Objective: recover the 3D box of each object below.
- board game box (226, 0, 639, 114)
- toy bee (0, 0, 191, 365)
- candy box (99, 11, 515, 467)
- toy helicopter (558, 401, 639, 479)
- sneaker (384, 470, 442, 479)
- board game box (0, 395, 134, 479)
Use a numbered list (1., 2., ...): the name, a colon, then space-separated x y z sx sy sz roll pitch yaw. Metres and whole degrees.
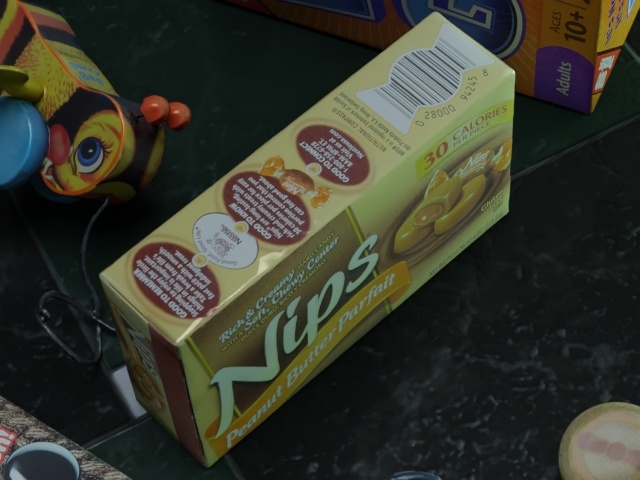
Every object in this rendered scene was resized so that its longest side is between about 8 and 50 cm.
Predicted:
1. board game box: 0.116 -0.384 1.491 0.356 0.356 0.356 19 61 15
2. toy bee: -0.175 -0.084 1.439 0.162 0.195 0.298 -36 87 22
3. candy box: 0.000 0.000 1.356 0.316 0.183 0.087 -39 62 -19
4. toy helicopter: 0.341 0.142 1.298 0.355 0.140 0.235 -13 66 9
5. sneaker: 0.021 0.276 1.213 0.111 0.121 0.300 10 59 11
6. board game box: -0.209 0.251 1.234 0.291 0.141 0.232 28 63 20
